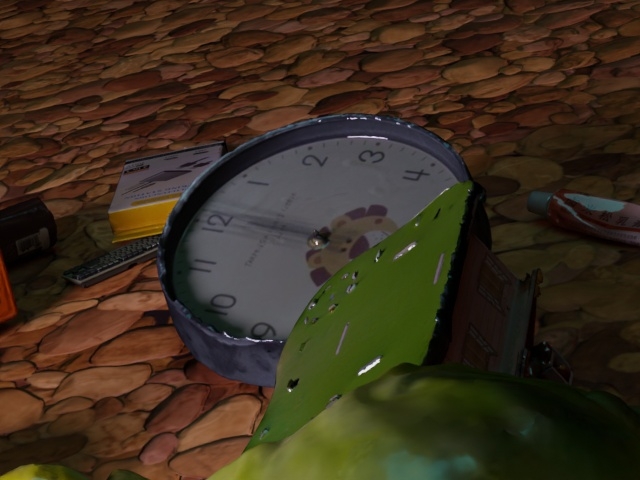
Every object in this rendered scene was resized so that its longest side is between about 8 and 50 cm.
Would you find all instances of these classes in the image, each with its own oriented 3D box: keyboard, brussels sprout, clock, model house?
[{"bbox_3d":[-0.213,0.018,1.793,0.129,0.015,0.049,-25,25,-29],"label":"keyboard"},{"bbox_3d":[0.083,0.184,0.862,0.344,0.268,0.344,10,21,-4],"label":"brussels sprout"},{"bbox_3d":[0.001,0.001,1.524,0.312,0.061,0.312,-11,42,10],"label":"clock"},{"bbox_3d":[0.078,0.112,1.267,0.207,0.154,0.294,-39,15,29],"label":"model house"}]

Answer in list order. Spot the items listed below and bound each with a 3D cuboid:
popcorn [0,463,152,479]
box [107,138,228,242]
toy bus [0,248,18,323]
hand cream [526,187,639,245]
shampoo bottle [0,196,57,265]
[{"bbox_3d":[-0.176,0.243,0.971,0.256,0.195,0.255,-39,15,50],"label":"popcorn"},{"bbox_3d":[-0.171,-0.060,1.919,0.129,0.033,0.247,-11,18,2],"label":"box"},{"bbox_3d":[-0.471,0.077,1.621,0.329,0.143,0.153,-25,25,-32],"label":"toy bus"},{"bbox_3d":[0.286,-0.016,1.593,0.216,0.038,0.052,14,61,42],"label":"hand cream"},{"bbox_3d":[-0.408,0.019,1.834,0.236,0.068,0.067,-21,23,-26],"label":"shampoo bottle"}]
